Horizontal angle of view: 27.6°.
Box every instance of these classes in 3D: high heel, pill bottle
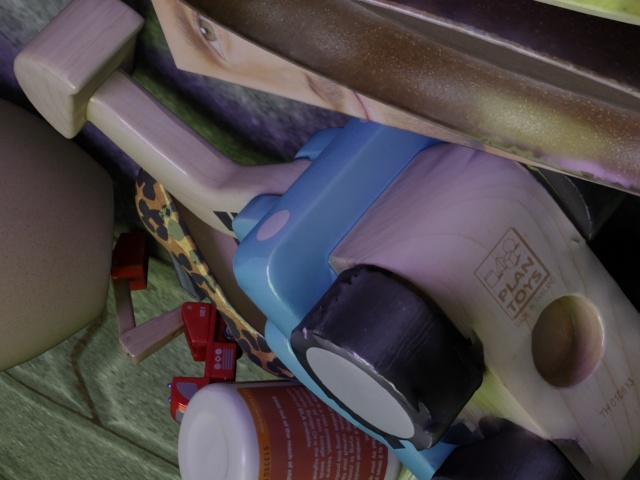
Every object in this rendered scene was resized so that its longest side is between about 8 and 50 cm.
[{"bbox_3d":[-0.047,0.024,1.098,0.261,0.093,0.186,25,150,29],"label":"high heel"},{"bbox_3d":[-0.006,0.182,1.154,0.216,0.121,0.121,2,168,-34],"label":"pill bottle"}]

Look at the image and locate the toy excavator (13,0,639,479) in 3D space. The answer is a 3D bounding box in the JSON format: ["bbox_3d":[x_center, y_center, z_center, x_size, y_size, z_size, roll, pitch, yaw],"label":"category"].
[{"bbox_3d":[0.000,0.000,0.929,0.433,0.222,0.445,49,159,-23],"label":"toy excavator"}]

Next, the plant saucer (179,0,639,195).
[{"bbox_3d":[0.085,-0.073,0.542,0.311,0.050,0.310,20,180,0],"label":"plant saucer"}]

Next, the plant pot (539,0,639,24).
[{"bbox_3d":[0.130,-0.239,0.389,0.275,0.275,0.293,23,119,22],"label":"plant pot"}]

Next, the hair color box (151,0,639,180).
[{"bbox_3d":[0.051,-0.158,0.734,0.339,0.110,0.185,19,147,30],"label":"hair color box"}]

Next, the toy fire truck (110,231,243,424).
[{"bbox_3d":[-0.140,0.086,1.234,0.135,0.192,0.047,4,147,-1],"label":"toy fire truck"}]

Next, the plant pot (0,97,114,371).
[{"bbox_3d":[-0.289,-0.003,1.183,0.191,0.284,0.284,3,153,-14],"label":"plant pot"}]
